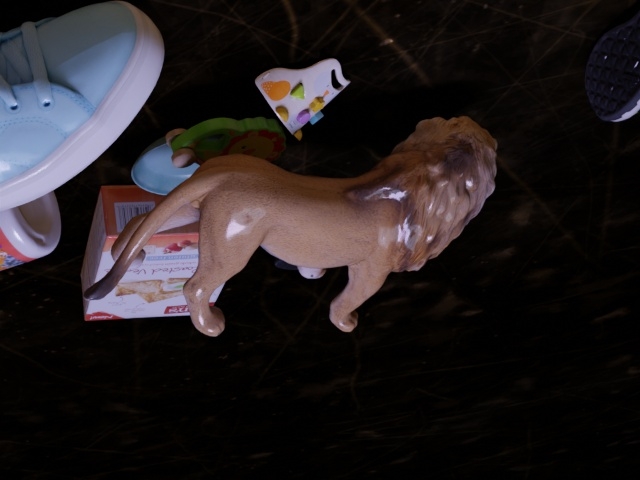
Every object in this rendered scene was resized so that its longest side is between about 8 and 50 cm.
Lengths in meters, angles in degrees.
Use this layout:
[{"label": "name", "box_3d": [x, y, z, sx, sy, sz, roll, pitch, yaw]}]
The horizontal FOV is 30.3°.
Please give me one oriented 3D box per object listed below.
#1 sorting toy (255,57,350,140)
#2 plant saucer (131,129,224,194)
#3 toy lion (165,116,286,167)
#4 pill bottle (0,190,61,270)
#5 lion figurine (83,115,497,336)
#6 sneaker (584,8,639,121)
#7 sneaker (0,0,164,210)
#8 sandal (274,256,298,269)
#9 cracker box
[{"label": "sorting toy", "box_3d": [-0.009, -0.139, 1.116, 0.075, 0.045, 0.083, -34, 153, 5]}, {"label": "plant saucer", "box_3d": [-0.133, -0.082, 1.200, 0.119, 0.021, 0.119, -9, 156, -4]}, {"label": "toy lion", "box_3d": [-0.085, -0.092, 1.139, 0.096, 0.034, 0.100, -28, 152, 17]}, {"label": "pill bottle", "box_3d": [-0.362, -0.010, 1.153, 0.193, 0.108, 0.108, -18, 156, 15]}, {"label": "lion figurine", "box_3d": [-0.016, -0.022, 1.144, 0.392, 0.142, 0.240, -5, 145, -37]}, {"label": "sneaker", "box_3d": [0.340, -0.185, 1.101, 0.097, 0.084, 0.235, -2, 155, -24]}, {"label": "sneaker", "box_3d": [-0.299, -0.096, 0.910, 0.365, 0.135, 0.150, -29, 151, 1]}, {"label": "sandal", "box_3d": [0.000, 0.000, 1.436, 0.067, 0.040, 0.179, 12, 163, -32]}, {"label": "cracker box", "box_3d": [-0.183, 0.017, 1.346, 0.155, 0.067, 0.232, -2, 156, -18]}]
